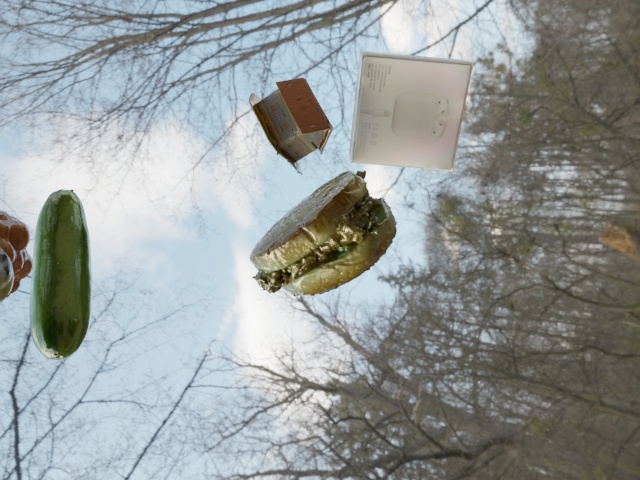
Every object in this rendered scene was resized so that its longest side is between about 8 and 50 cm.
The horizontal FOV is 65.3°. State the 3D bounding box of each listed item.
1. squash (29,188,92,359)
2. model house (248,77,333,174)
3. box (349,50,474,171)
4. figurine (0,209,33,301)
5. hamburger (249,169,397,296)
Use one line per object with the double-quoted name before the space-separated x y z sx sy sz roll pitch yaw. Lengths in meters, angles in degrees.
"squash" -0.391 0.047 0.756 0.082 0.082 0.292 31 -146 -50
"model house" -0.058 -0.292 1.164 0.219 0.136 0.207 66 -166 21
"box" 0.106 -0.157 0.611 0.051 0.129 0.130 -88 3 -66
"figurine" -0.366 0.045 0.404 0.224 0.382 0.205 -48 -61 -15
"hamburger" 0.000 0.000 0.722 0.122 0.215 0.189 51 -162 -16
